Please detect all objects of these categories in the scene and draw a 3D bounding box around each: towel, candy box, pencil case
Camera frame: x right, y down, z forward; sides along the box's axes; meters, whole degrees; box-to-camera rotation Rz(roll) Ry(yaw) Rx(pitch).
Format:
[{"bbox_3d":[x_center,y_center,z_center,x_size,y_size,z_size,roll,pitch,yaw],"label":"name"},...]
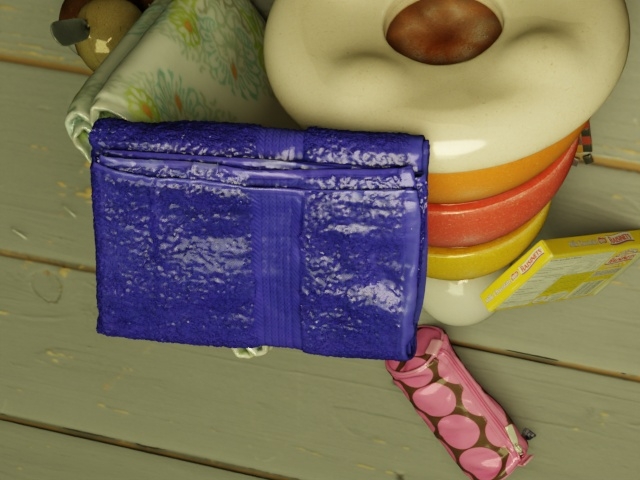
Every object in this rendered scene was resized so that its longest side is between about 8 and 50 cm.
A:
[{"bbox_3d":[-0.087,-0.095,1.604,0.090,0.374,0.320,-23,113,28],"label":"towel"},{"bbox_3d":[0.271,0.031,1.697,0.105,0.206,0.027,-48,62,34],"label":"candy box"},{"bbox_3d":[0.170,0.198,1.897,0.209,0.095,0.098,50,158,-19],"label":"pencil case"},{"bbox_3d":[-0.058,0.006,1.400,0.308,0.076,0.228,4,117,7],"label":"towel"}]

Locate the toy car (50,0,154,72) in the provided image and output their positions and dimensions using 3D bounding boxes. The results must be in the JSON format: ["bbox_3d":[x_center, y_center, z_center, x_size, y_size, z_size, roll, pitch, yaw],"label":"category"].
[{"bbox_3d":[-0.237,-0.219,1.686,0.149,0.188,0.155,-13,118,25],"label":"toy car"}]

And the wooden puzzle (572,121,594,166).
[{"bbox_3d":[0.270,-0.117,1.703,0.049,0.006,0.083,-2,122,19],"label":"wooden puzzle"}]

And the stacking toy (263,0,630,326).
[{"bbox_3d":[0.140,-0.081,1.645,0.350,0.351,0.480,7,144,13],"label":"stacking toy"}]
